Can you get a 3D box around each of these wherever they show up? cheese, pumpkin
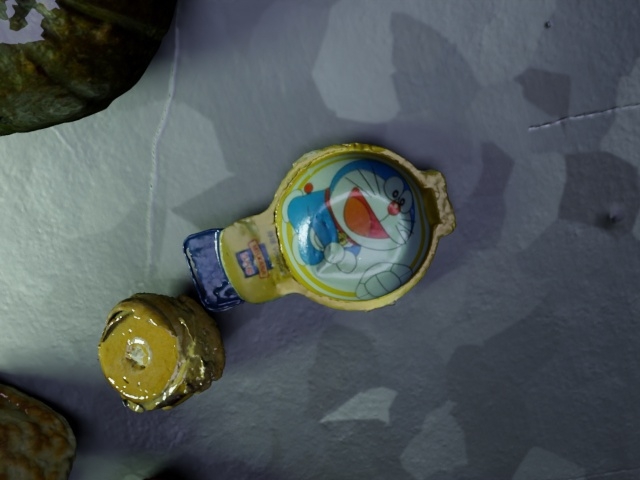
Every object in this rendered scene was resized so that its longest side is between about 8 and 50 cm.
[{"bbox_3d":[0.000,0.000,0.694,0.270,0.069,0.177,-17,106,5],"label":"cheese"},{"bbox_3d":[-0.272,-0.234,0.563,0.320,0.192,0.321,0,108,-1],"label":"pumpkin"}]

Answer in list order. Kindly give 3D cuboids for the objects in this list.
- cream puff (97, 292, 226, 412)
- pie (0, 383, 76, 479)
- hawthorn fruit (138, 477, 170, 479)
[{"bbox_3d":[-0.157,0.112,0.710,0.133,0.104,0.120,-4,85,17],"label":"cream puff"},{"bbox_3d":[-0.365,0.232,0.719,0.205,0.179,0.084,28,122,-7],"label":"pie"},{"bbox_3d":[-0.199,0.323,0.772,0.127,0.128,0.128,0,107,0],"label":"hawthorn fruit"}]
